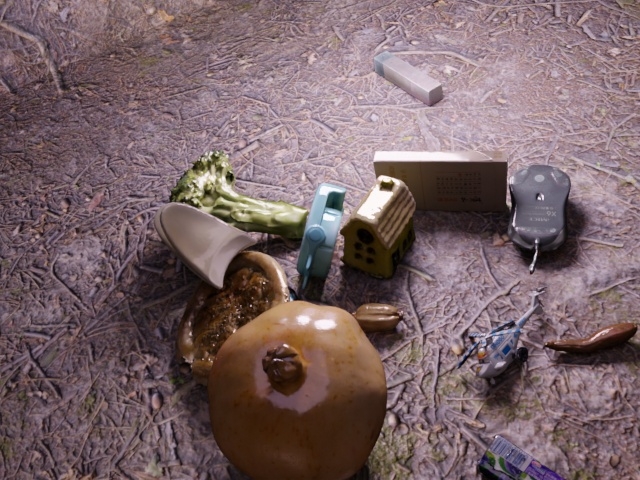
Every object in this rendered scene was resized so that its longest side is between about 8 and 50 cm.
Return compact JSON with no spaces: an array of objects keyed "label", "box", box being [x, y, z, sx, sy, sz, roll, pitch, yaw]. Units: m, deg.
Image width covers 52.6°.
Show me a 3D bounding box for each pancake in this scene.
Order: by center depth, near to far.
[{"label":"pancake","box":[-0.234,0.206,1.684,0.382,0.071,0.382,-20,50,25]}]

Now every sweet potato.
[{"label":"sweet potato","box":[0.633,0.235,1.514,0.214,0.050,0.050,-16,46,6]}]

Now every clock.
[{"label":"clock","box":[0.000,0.000,1.784,0.094,0.224,0.274,12,58,1]}]

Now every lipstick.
[{"label":"lipstick","box":[0.312,-0.587,2.330,0.066,0.068,0.317,-31,48,-16]}]

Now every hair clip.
[{"label":"hair clip","box":[-0.337,-0.008,1.768,0.282,0.113,0.172,36,77,-2]}]

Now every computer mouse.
[{"label":"computer mouse","box":[0.588,-0.055,1.765,0.167,0.090,0.379,6,56,20]}]

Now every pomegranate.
[{"label":"pomegranate","box":[-0.050,0.325,1.370,0.411,0.412,0.412,-7,47,8]}]

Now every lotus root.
[{"label":"lotus root","box":[0.141,0.198,1.665,0.150,0.062,0.073,-1,71,15]}]

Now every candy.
[{"label":"candy","box":[0.464,0.514,1.293,0.312,0.061,0.088,30,63,35]}]

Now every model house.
[{"label":"model house","box":[0.150,-0.049,1.769,0.174,0.234,0.193,19,54,28]}]

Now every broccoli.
[{"label":"broccoli","box":[-0.258,-0.114,1.947,0.396,0.275,0.353,-22,91,3]}]

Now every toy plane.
[{"label":"toy plane","box":[0.452,0.231,1.555,0.182,0.107,0.273,-32,5,47]}]

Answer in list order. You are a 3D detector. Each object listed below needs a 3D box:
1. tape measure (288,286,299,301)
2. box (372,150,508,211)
[{"label":"tape measure","box":[-0.132,0.173,1.743,0.146,0.081,0.125,-30,45,-5]},{"label":"box","box":[0.344,-0.167,1.846,0.365,0.205,0.051,2,50,17]}]
